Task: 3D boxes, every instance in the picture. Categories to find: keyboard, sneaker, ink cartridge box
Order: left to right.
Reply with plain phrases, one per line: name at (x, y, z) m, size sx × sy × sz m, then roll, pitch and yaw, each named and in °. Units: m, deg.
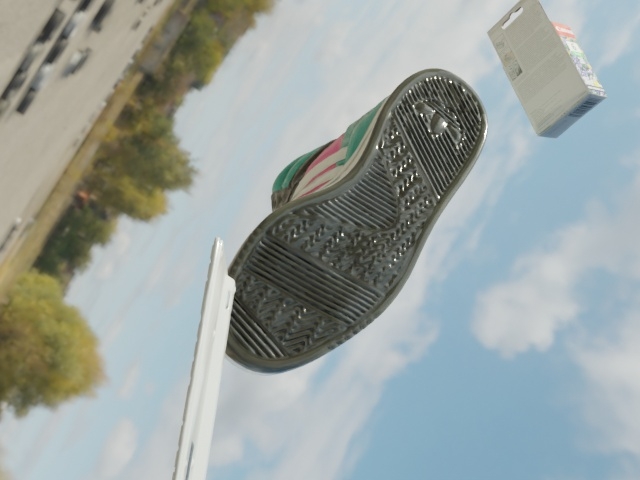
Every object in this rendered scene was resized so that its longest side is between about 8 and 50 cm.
keyboard at (-0.075, 0.128, 0.557) m, size 0.072 × 0.014 × 0.256 m, roll 81°, pitch 15°, yaw -69°
sneaker at (0.000, 0.000, 0.787) m, size 0.295 × 0.124 × 0.178 m, roll -48°, pitch -177°, yaw -29°
ink cartridge box at (0.193, -0.152, 0.862) m, size 0.063 × 0.029 × 0.115 m, roll -42°, pitch -122°, yaw 40°
